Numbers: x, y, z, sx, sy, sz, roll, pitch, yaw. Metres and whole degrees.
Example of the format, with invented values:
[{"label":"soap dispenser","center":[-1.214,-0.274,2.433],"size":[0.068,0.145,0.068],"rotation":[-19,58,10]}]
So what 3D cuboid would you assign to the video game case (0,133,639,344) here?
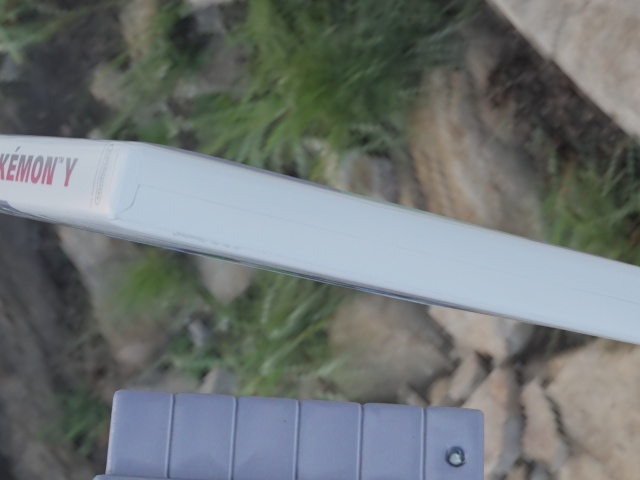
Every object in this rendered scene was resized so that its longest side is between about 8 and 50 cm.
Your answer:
[{"label":"video game case","center":[0.000,0.000,0.549],"size":[0.183,0.201,0.023],"rotation":[8,86,63]}]

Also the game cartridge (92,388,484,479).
[{"label":"game cartridge","center":[-0.025,0.256,1.030],"size":[0.230,0.355,0.068],"rotation":[5,153,-5]}]
